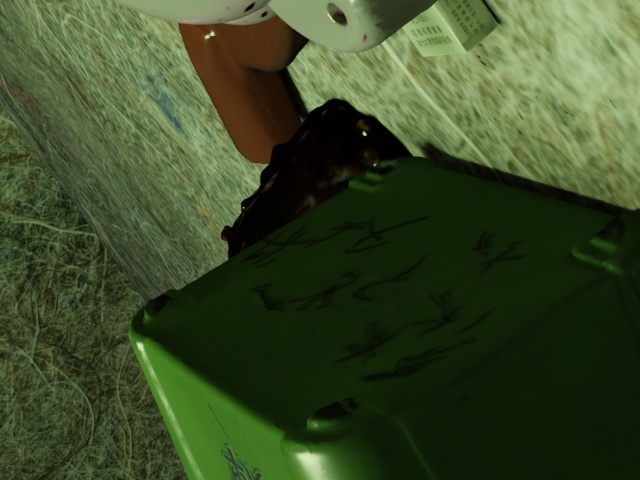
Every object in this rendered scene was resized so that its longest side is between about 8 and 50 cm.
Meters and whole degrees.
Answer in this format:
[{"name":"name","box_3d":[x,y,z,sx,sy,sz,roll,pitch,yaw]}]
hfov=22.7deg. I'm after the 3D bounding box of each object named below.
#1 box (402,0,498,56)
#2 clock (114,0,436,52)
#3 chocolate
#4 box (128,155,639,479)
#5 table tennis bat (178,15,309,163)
[{"name":"box","box_3d":[0.041,-0.124,0.732,0.083,0.024,0.054,52,170,-15]},{"name":"clock","box_3d":[-0.085,-0.216,0.640,0.322,0.113,0.295,28,151,47]},{"name":"chocolate","box_3d":[0.000,0.000,1.037,0.156,0.133,0.156,50,170,12]},{"name":"box","box_3d":[0.056,0.083,0.828,0.328,0.253,0.178,23,140,61]},{"name":"table tennis bat","box_3d":[-0.088,-0.188,0.975,0.268,0.051,0.415,40,164,36]}]
